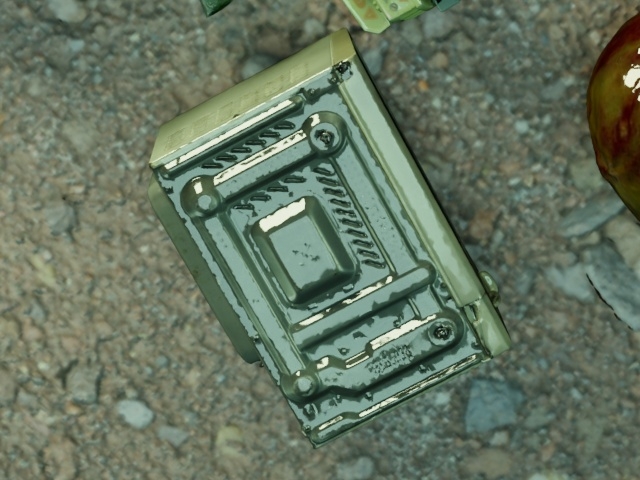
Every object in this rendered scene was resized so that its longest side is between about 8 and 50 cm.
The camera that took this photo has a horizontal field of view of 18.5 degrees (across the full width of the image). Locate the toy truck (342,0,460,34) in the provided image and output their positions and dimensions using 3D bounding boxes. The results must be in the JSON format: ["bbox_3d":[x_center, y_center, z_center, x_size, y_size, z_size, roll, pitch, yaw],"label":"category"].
[{"bbox_3d":[0.029,-0.226,1.388,0.100,0.077,0.169,-31,107,21],"label":"toy truck"}]

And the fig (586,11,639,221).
[{"bbox_3d":[0.305,-0.036,1.414,0.217,0.217,0.320,-13,133,3],"label":"fig"}]

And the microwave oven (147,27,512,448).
[{"bbox_3d":[0.000,0.000,1.414,0.194,0.145,0.240,-28,105,4],"label":"microwave oven"}]

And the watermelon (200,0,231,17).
[{"bbox_3d":[-0.083,-0.203,1.402,0.061,0.085,0.085,31,105,27],"label":"watermelon"}]
